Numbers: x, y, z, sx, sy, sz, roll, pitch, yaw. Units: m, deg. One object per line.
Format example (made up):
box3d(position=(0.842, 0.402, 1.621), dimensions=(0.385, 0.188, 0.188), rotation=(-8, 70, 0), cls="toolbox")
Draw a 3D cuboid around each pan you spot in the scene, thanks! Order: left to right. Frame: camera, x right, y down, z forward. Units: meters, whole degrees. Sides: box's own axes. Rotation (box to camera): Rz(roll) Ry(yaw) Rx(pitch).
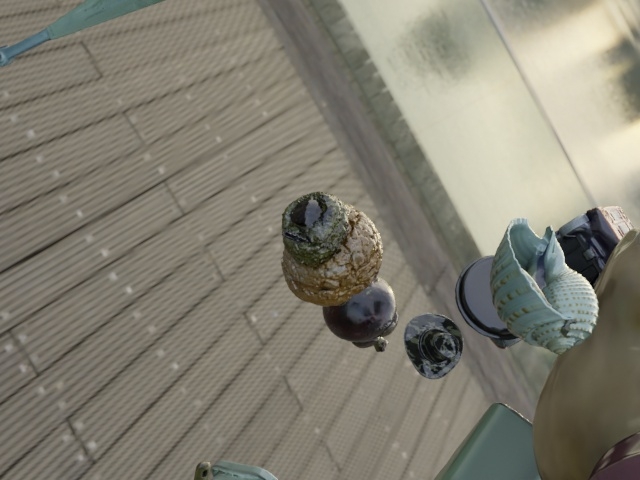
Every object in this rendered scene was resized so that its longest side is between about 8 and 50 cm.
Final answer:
box3d(position=(0.318, 0.087, 1.499), dimensions=(0.028, 0.235, 0.136), rotation=(114, -19, -65), cls="pan")

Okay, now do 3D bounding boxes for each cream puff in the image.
box3d(position=(0.000, 0.000, 1.675), dimensions=(0.169, 0.183, 0.183), rotation=(57, 20, -53), cls="cream puff")

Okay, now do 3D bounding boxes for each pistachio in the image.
box3d(position=(0.423, 0.199, 1.280), dimensions=(0.365, 0.281, 0.446), rotation=(-70, 166, -83), cls="pistachio")

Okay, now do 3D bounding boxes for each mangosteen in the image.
box3d(position=(0.082, 0.158, 2.185), dimensions=(0.172, 0.184, 0.173), rotation=(10, 44, -10), cls="mangosteen")

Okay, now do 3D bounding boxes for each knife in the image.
box3d(position=(-0.247, 0.579, 2.003), dimensions=(0.061, 0.343, 0.027), rotation=(-6, 31, -36), cls="knife")

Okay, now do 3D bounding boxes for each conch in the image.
box3d(position=(0.134, 0.032, 0.629), dimensions=(0.076, 0.056, 0.085), rotation=(20, 35, -39), cls="conch")

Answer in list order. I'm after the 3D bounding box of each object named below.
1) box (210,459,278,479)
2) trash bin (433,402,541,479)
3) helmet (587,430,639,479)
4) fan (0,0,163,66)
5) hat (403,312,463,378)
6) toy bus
box3d(position=(-0.115, 0.550, 1.694), dimensions=(0.182, 0.175, 0.312), rotation=(-46, 117, -33), cls="box")
box3d(position=(0.252, 0.480, 1.768), dimensions=(0.158, 0.223, 0.343), rotation=(39, 49, 13), cls="trash bin")
box3d(position=(0.344, 0.295, 0.849), dimensions=(0.338, 0.197, 0.271), rotation=(-136, -143, -55), cls="helmet")
box3d(position=(-0.188, -0.183, 0.808), dimensions=(0.038, 0.193, 0.016), rotation=(67, 22, -11), cls="fan")
box3d(position=(0.193, 0.172, 1.641), dimensions=(0.121, 0.050, 0.121), rotation=(5, 81, -30), cls="hat")
box3d(position=(0.440, 0.070, 1.879), dimensions=(0.153, 0.329, 0.143), rotation=(-14, 69, -53), cls="toy bus")
